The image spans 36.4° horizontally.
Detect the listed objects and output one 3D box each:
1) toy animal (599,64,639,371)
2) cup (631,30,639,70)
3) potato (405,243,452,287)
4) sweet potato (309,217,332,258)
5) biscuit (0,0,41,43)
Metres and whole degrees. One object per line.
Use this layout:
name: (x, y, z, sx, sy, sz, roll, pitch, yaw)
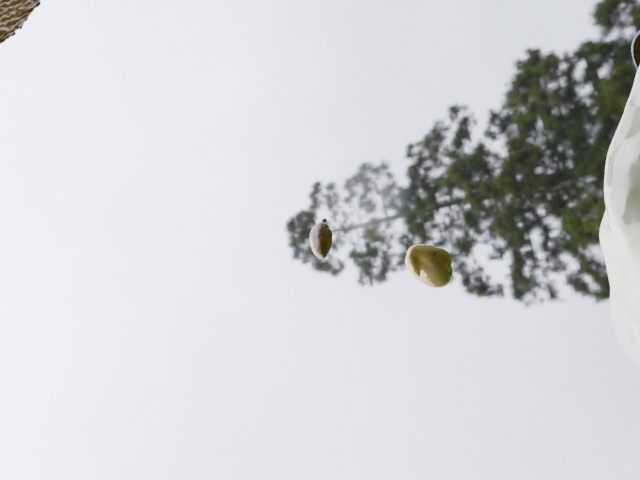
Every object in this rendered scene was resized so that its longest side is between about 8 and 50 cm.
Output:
toy animal: (0.303, 0.020, 0.594, 0.188, 0.266, 0.307, -107, 22, -67)
cup: (0.417, -0.235, 1.065, 0.138, 0.150, 0.113, -47, -60, -15)
potato: (0.173, 0.038, 1.541, 0.083, 0.062, 0.068, 15, -137, -7)
sweet potato: (0.000, 0.000, 1.372, 0.034, 0.034, 0.095, 55, -160, -26)
biscuit: (-0.504, -0.323, 1.271, 0.305, 0.305, 0.038, -7, -119, -53)
